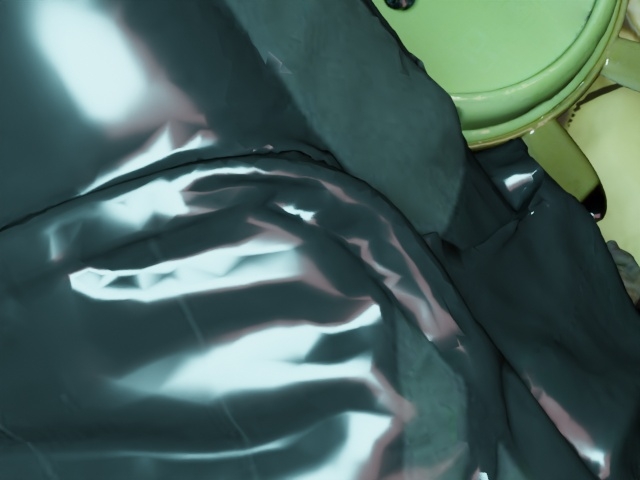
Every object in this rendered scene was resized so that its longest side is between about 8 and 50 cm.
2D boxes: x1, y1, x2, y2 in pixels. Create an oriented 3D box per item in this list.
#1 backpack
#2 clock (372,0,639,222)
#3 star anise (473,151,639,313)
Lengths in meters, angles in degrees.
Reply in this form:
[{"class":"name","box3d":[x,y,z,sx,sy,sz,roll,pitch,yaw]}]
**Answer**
[{"class":"backpack","box3d":[-0.078,0.023,0.772,0.363,0.255,0.445,-25,103,11]},{"class":"clock","box3d":[0.066,-0.117,0.866,0.232,0.069,0.170,43,82,2]},{"class":"star anise","box3d":[0.135,0.066,0.919,0.231,0.089,0.209,32,80,-26]}]
